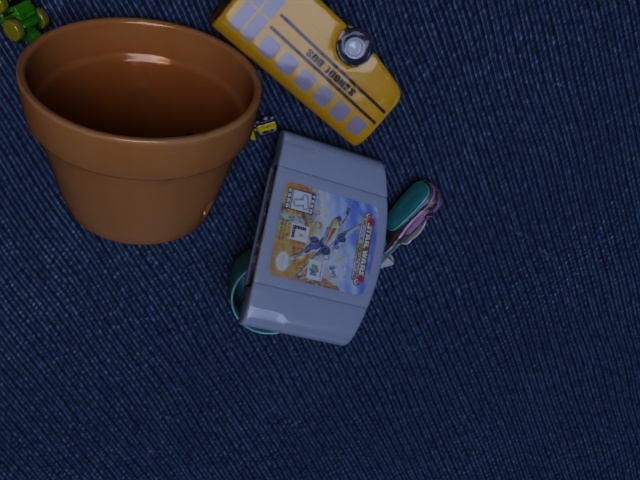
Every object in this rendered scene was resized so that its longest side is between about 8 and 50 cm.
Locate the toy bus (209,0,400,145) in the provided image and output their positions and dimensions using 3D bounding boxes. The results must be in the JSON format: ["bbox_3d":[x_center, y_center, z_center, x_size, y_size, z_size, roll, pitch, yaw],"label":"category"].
[{"bbox_3d":[-0.036,-0.288,0.974,0.332,0.108,0.130,37,104,-24],"label":"toy bus"}]

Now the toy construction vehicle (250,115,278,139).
[{"bbox_3d":[-0.121,-0.188,1.046,0.098,0.035,0.086,-19,127,0],"label":"toy construction vehicle"}]

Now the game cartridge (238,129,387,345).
[{"bbox_3d":[0.000,0.000,1.065,0.198,0.062,0.297,14,81,-17],"label":"game cartridge"}]

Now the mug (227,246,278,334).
[{"bbox_3d":[-0.078,0.081,1.138,0.129,0.097,0.158,-28,117,1],"label":"mug"}]

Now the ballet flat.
[{"bbox_3d":[0.115,-0.006,1.160,0.221,0.077,0.079,-42,135,8],"label":"ballet flat"}]

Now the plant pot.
[{"bbox_3d":[-0.234,-0.132,0.921,0.290,0.291,0.203,3,131,-13],"label":"plant pot"}]

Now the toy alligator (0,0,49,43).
[{"bbox_3d":[-0.413,-0.321,0.913,0.051,0.056,0.190,-4,123,35],"label":"toy alligator"}]
